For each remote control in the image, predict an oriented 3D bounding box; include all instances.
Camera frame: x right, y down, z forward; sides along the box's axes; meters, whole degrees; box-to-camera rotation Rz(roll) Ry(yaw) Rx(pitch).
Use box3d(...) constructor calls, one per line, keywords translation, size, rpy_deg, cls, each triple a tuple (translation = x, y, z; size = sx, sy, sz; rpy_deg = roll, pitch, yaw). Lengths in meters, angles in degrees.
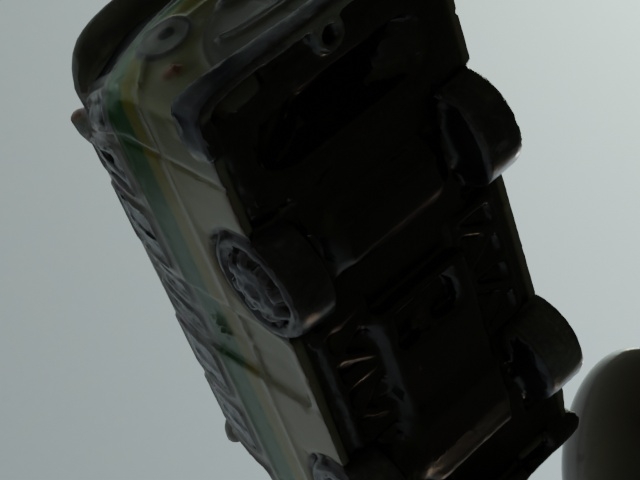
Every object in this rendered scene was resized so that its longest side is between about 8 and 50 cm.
box3d(translation=(0.333, 0.234, 1.442), size=(0.332, 0.103, 0.221), rpy_deg=(34, -117, -45), cls="remote control")

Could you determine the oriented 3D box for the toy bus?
box3d(translation=(0.000, 0.000, 0.713), size=(0.143, 0.179, 0.305), rpy_deg=(-39, -49, -21), cls="toy bus")
